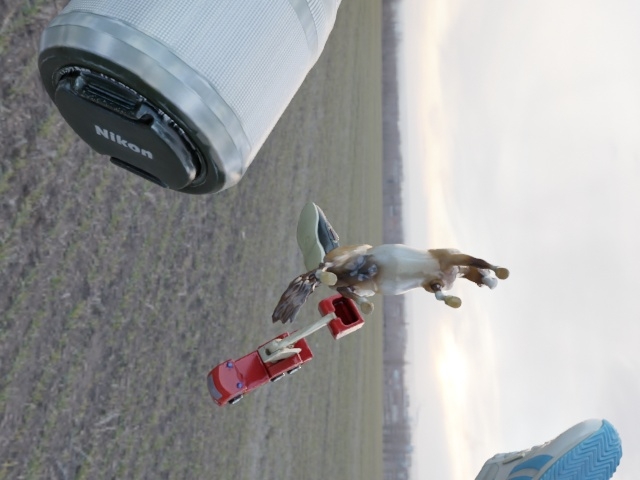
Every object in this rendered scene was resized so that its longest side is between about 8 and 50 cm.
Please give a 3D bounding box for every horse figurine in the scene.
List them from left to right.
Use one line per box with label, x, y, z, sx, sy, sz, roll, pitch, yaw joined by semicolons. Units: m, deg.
horse figurine;0.078;0.040;0.677;0.174;0.263;0.066;-112;-162;-82

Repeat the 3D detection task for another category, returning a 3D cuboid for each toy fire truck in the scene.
toy fire truck;-0.049;0.139;0.785;0.047;0.192;0.135;60;-22;16

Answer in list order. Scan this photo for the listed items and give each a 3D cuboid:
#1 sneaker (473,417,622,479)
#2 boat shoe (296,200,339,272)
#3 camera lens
sneaker;0.241;0.277;0.724;0.087;0.229;0.092;38;14;-23
boat shoe;-0.001;0.001;0.830;0.049;0.042;0.133;-52;-146;31
camera lens;-0.123;-0.201;0.633;0.274;0.219;0.219;-61;160;-22
